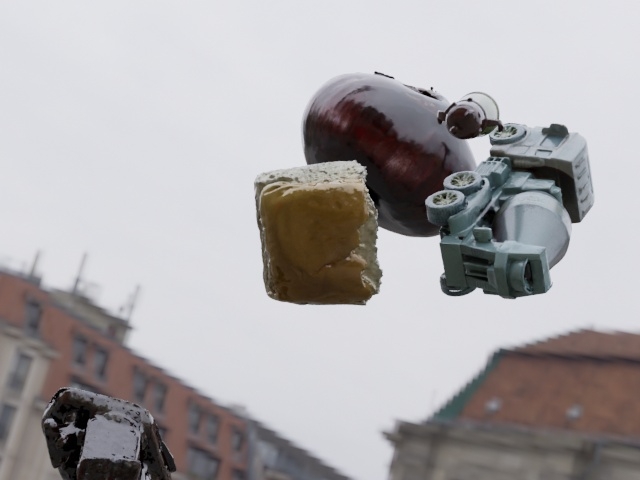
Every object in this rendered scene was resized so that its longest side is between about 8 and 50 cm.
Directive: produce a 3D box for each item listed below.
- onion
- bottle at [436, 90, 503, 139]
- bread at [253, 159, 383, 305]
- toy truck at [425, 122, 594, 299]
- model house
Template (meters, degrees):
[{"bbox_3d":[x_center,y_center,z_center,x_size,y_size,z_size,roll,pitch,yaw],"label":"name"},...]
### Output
[{"bbox_3d":[0.075,-0.091,2.293,0.273,0.285,0.273,36,-13,10],"label":"onion"},{"bbox_3d":[0.147,-0.121,1.667,0.063,0.047,0.101,-19,4,18],"label":"bottle"},{"bbox_3d":[0.000,-0.001,1.453,0.106,0.125,0.082,-8,11,-18],"label":"bread"},{"bbox_3d":[0.210,-0.026,1.744,0.140,0.256,0.108,6,-57,31],"label":"toy truck"},{"bbox_3d":[-0.195,0.250,1.530,0.141,0.164,0.203,-10,-44,14],"label":"model house"}]
